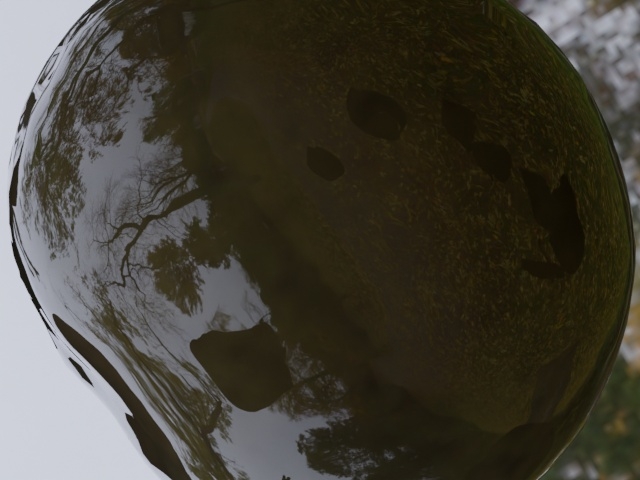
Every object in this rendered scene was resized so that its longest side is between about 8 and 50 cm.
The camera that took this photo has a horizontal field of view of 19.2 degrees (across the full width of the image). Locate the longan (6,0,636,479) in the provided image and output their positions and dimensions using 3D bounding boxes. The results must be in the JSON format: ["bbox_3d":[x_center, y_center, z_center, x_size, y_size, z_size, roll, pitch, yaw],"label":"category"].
[{"bbox_3d":[0.000,0.000,1.060,0.361,0.361,0.361,49,-159,-26],"label":"longan"}]
